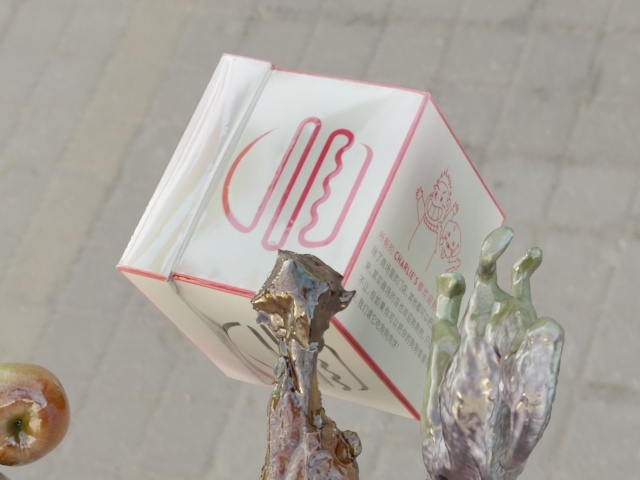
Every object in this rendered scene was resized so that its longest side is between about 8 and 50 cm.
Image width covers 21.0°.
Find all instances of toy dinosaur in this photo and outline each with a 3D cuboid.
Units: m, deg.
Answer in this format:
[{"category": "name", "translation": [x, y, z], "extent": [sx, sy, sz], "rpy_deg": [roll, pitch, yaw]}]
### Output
[{"category": "toy dinosaur", "translation": [0.103, 0.092, 1.090], "extent": [0.077, 0.294, 0.162], "rpy_deg": [7, 62, 4]}]

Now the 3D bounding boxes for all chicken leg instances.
[{"category": "chicken leg", "translation": [-0.017, 0.157, 1.432], "extent": [0.113, 0.093, 0.304], "rpy_deg": [-5, 85, 9]}]

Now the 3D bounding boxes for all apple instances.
[{"category": "apple", "translation": [-0.349, 0.195, 1.981], "extent": [0.126, 0.126, 0.102], "rpy_deg": [-31, 26, -2]}]

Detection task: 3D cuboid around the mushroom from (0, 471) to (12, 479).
[{"category": "mushroom", "translation": [-0.403, 0.363, 1.971], "extent": [0.204, 0.204, 0.204], "rpy_deg": [-11, 52, 15]}]

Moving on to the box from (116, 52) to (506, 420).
[{"category": "box", "translation": [0.000, 0.000, 2.066], "extent": [0.300, 0.314, 0.312], "rpy_deg": [13, 68, 32]}]
